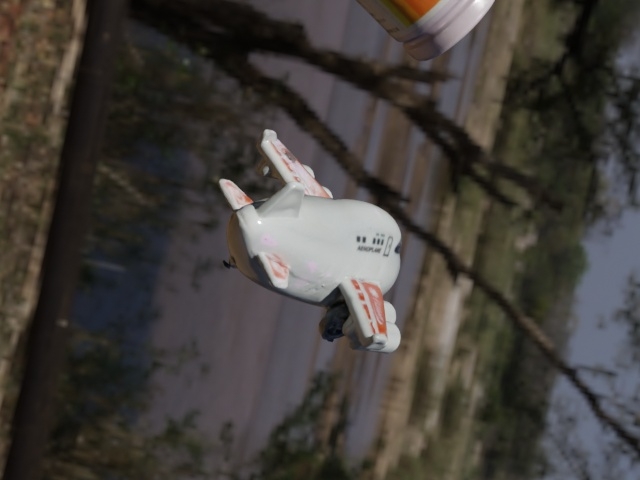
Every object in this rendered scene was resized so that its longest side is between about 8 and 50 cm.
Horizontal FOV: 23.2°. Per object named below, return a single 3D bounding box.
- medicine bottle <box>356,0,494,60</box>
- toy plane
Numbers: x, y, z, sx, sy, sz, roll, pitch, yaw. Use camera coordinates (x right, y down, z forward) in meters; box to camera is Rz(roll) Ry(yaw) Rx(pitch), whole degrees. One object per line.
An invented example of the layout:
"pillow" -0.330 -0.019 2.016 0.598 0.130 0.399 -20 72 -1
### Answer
"medicine bottle" 0.068 -0.323 1.695 0.133 0.250 0.133 -41 -163 16
"toy plane" -0.003 0.003 1.487 0.118 0.252 0.252 -39 -172 21
